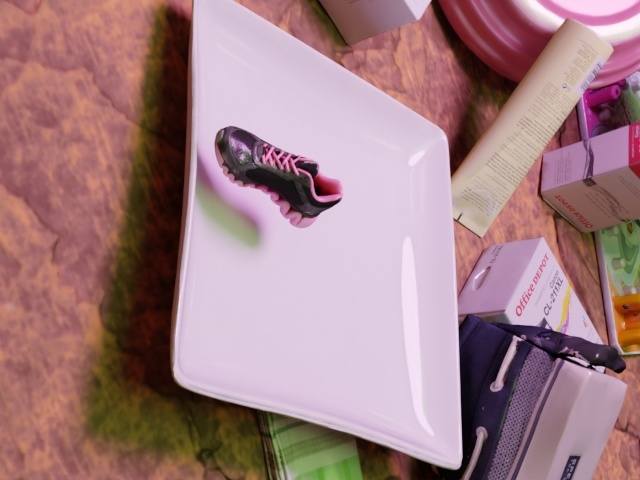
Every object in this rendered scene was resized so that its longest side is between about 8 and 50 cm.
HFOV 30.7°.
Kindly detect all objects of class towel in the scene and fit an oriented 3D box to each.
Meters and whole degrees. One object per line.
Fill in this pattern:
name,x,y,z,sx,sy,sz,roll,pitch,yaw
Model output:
towel,-0.008,0.150,0.993,0.113,0.023,0.152,-10,88,-49

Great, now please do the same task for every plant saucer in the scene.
plant saucer,0.281,-0.332,1.285,0.332,0.084,0.332,0,90,-16

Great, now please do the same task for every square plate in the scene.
square plate,0.000,0.000,1.001,0.344,0.049,0.347,24,56,-42

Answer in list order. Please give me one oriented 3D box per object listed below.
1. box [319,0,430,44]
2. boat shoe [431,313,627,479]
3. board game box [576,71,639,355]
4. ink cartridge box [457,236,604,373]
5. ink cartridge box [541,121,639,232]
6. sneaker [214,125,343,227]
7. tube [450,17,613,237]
box,0.058,-0.299,1.137,0.130,0.091,0.170,53,46,-25
boat shoe,0.154,0.233,1.100,0.127,0.158,0.341,23,91,-49
board game box,0.483,-0.045,1.594,0.390,0.050,0.390,4,77,-48
ink cartridge box,0.225,0.104,1.236,0.175,0.072,0.127,57,45,-23
ink cartridge box,0.350,-0.074,1.371,0.109,0.150,0.063,35,51,-39
sneaker,-0.029,-0.056,0.905,0.119,0.057,0.047,34,51,-35
tube,0.211,-0.119,1.220,0.070,0.240,0.062,34,6,0
